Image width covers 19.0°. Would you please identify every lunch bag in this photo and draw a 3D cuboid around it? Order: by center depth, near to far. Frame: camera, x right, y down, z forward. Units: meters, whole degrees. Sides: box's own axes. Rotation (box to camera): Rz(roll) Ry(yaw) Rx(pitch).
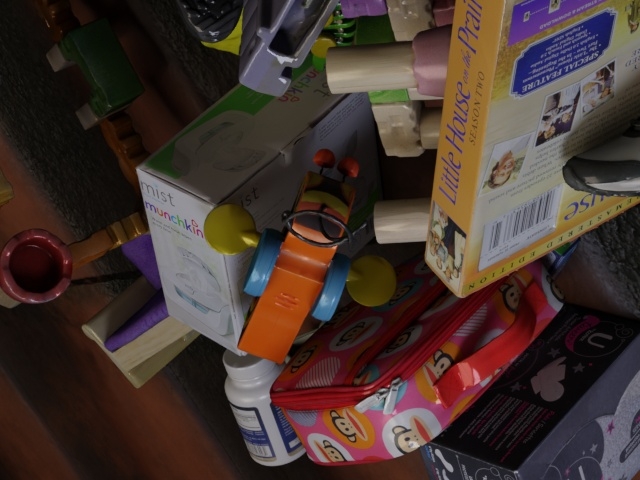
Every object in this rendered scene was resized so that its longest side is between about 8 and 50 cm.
[{"bbox_3d":[0.113,0.112,1.991,0.258,0.293,0.120,-10,117,54],"label":"lunch bag"}]

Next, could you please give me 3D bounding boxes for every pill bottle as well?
[{"bbox_3d":[-0.075,0.215,2.594,0.094,0.094,0.169,16,136,41],"label":"pill bottle"}]

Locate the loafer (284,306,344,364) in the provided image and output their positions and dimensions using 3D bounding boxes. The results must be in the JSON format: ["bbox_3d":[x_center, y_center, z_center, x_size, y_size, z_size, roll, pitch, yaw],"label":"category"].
[{"bbox_3d":[0.045,0.136,2.345,0.111,0.112,0.319,44,150,-10],"label":"loafer"}]

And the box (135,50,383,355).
[{"bbox_3d":[-0.057,-0.047,2.124,0.127,0.262,0.231,26,143,32],"label":"box"}]

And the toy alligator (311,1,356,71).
[{"bbox_3d":[0.009,-0.258,2.018,0.051,0.056,0.189,-5,132,2],"label":"toy alligator"}]

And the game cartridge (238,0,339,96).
[{"bbox_3d":[0.017,-0.327,1.694,0.068,0.230,0.355,16,132,-20],"label":"game cartridge"}]

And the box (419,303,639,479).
[{"bbox_3d":[0.246,0.209,2.049,0.142,0.247,0.163,16,137,42],"label":"box"}]

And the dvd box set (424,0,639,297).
[{"bbox_3d":[0.237,-0.163,1.601,0.062,0.308,0.420,48,153,31],"label":"dvd box set"}]

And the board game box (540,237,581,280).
[{"bbox_3d":[0.194,0.017,2.105,0.136,0.035,0.201,41,148,11],"label":"board game box"}]

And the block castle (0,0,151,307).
[{"bbox_3d":[-0.342,-0.169,2.234,0.453,0.303,0.213,63,154,-1],"label":"block castle"}]

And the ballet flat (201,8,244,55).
[{"bbox_3d":[-0.064,-0.260,2.094,0.077,0.077,0.231,31,154,-14],"label":"ballet flat"}]

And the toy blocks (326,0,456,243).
[{"bbox_3d":[0.167,-0.189,1.790,0.260,0.309,0.288,-4,142,13],"label":"toy blocks"}]

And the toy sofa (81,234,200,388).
[{"bbox_3d":[-0.187,0.049,2.494,0.177,0.150,0.362,49,149,-5],"label":"toy sofa"}]

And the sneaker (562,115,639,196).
[{"bbox_3d":[0.324,-0.114,1.620,0.100,0.272,0.108,-140,26,-77],"label":"sneaker"}]

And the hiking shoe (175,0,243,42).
[{"bbox_3d":[-0.127,-0.298,2.056,0.114,0.086,0.226,89,170,-64],"label":"hiking shoe"}]

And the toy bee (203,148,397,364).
[{"bbox_3d":[0.000,0.000,1.939,0.195,0.162,0.298,33,144,-22],"label":"toy bee"}]
